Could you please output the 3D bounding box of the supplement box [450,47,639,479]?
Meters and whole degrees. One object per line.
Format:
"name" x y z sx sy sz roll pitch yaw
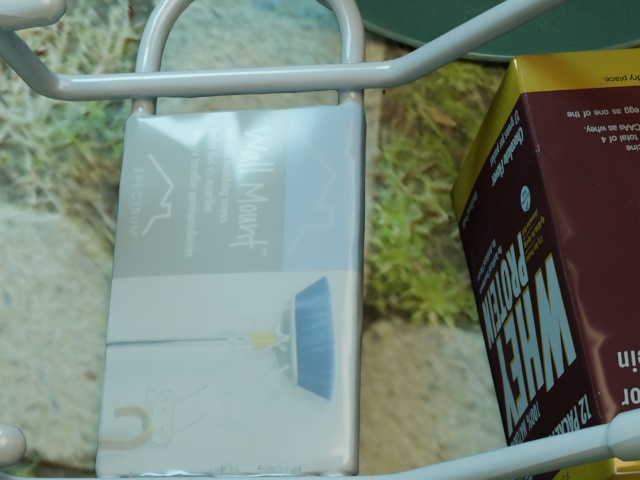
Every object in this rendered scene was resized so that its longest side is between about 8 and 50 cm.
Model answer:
"supplement box" 0.179 0.026 0.778 0.191 0.129 0.194 -5 64 -12

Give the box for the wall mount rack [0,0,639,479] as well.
"wall mount rack" 0.000 0.000 0.720 0.304 0.130 0.350 -3 68 12

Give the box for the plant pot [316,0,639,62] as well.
"plant pot" 0.100 -0.257 0.833 0.290 0.290 0.195 11 51 -5
